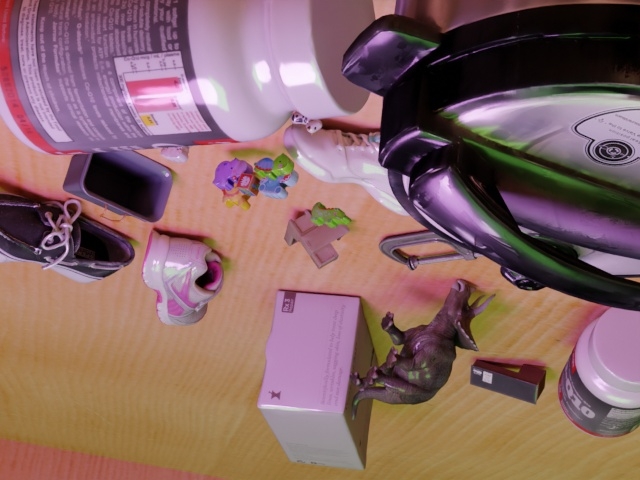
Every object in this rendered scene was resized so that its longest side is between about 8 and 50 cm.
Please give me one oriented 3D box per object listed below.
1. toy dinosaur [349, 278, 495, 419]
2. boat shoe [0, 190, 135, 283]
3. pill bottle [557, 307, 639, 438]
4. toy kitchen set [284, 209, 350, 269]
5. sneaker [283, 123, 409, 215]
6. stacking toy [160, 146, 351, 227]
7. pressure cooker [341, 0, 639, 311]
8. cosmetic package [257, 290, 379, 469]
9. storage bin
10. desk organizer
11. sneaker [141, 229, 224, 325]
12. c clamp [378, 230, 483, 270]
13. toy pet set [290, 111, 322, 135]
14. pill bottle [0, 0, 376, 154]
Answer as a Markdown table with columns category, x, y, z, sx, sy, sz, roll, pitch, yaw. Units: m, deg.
| category | x | y | z | sx | sy | sz | roll | pitch | yaw |
| --- | --- | --- | --- | --- | --- | --- | --- | --- | --- |
| toy dinosaur | 0.150 | 0.206 | 2.159 | 0.160 | 0.121 | 0.314 | 16 | 119 | -22 |
| boat shoe | -0.408 | -0.007 | 2.060 | 0.105 | 0.113 | 0.306 | -15 | 151 | 32 |
| pill bottle | 0.483 | 0.209 | 2.191 | 0.161 | 0.161 | 0.283 | 7 | 157 | 4 |
| toy kitchen set | 0.000 | 0.000 | 1.995 | 0.068 | 0.083 | 0.075 | -30 | 165 | -18 |
| sneaker | 0.058 | -0.112 | 1.718 | 0.212 | 0.080 | 0.094 | 22 | 133 | -23 |
| stacking toy | -0.083 | -0.085 | 1.781 | 0.221 | 0.052 | 0.167 | 12 | 164 | 36 |
| pressure cooker | 0.240 | -0.147 | 1.106 | 0.369 | 0.421 | 0.375 | 0 | 155 | 22 |
| cosmetic package | 0.004 | 0.256 | 2.405 | 0.156 | 0.217 | 0.385 | 5 | 159 | 8 |
| storage bin | -0.293 | -0.074 | 1.897 | 0.135 | 0.098 | 0.091 | 25 | 162 | -34 |
| desk organizer | 0.343 | 0.250 | 2.475 | 0.130 | 0.050 | 0.047 | 16 | 127 | 23 |
| sneaker | -0.209 | 0.073 | 2.186 | 0.111 | 0.103 | 0.252 | 6 | 158 | 10 |
| c clamp | 0.174 | 0.021 | 2.033 | 0.160 | 0.022 | 0.137 | -6 | 154 | 29 |
| toy pet set | -0.051 | -0.160 | 1.632 | 0.114 | 0.065 | 0.122 | -2 | 155 | 23 |
| pill bottle | -0.141 | -0.200 | 1.383 | 0.362 | 0.210 | 0.210 | -2 | 155 | 24 |
